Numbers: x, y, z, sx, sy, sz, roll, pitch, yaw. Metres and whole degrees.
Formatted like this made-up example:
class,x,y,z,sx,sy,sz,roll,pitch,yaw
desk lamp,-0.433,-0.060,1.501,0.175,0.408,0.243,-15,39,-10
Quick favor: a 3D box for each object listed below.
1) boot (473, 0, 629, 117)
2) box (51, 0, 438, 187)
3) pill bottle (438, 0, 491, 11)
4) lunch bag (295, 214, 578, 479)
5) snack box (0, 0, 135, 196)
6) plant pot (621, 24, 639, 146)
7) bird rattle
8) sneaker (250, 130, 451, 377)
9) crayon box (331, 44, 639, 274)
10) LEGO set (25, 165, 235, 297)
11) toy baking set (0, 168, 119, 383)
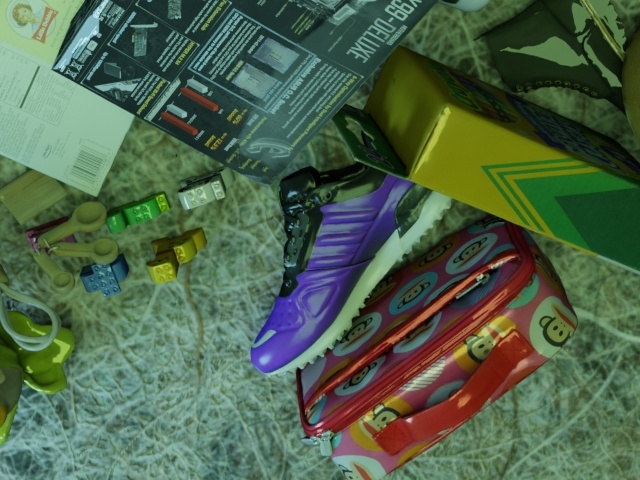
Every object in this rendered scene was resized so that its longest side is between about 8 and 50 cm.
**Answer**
class,x,y,z,sx,sy,sz,roll,pitch,yaw
boot,0.258,-0.159,1.495,0.137,0.077,0.198,-28,95,13
box,-0.068,-0.208,1.332,0.242,0.076,0.307,28,135,-17
pill bottle,0.028,-0.352,1.354,0.334,0.188,0.188,20,107,-9
lunch bag,0.113,0.115,1.478,0.293,0.258,0.120,-38,106,10
snack box,-0.239,-0.224,1.457,0.187,0.060,0.322,25,107,-11
plant pot,0.405,-0.137,1.442,0.236,0.032,0.236,6,69,-18
bird rattle,-0.376,0.100,1.493,0.143,0.207,0.253,-44,108,10
sneaker,0.000,0.000,1.524,0.146,0.102,0.293,39,96,-13
crayon box,0.171,-0.087,1.413,0.323,0.203,0.083,20,108,-19
LEGO set,-0.188,0.006,1.520,0.227,0.093,0.087,-19,108,5
toy baking set,-0.314,0.023,1.452,0.197,0.256,0.030,18,147,21
